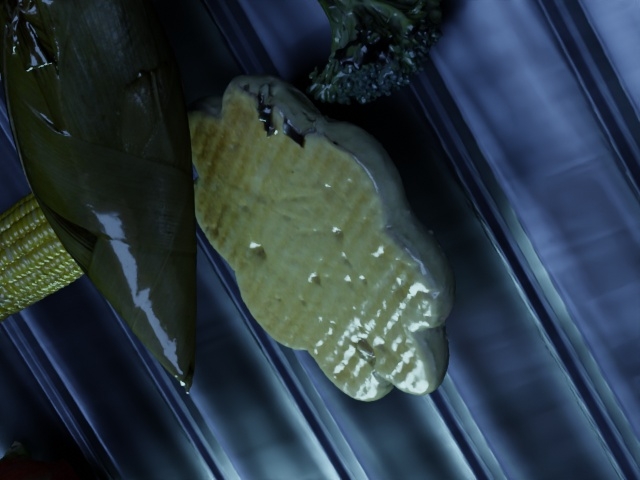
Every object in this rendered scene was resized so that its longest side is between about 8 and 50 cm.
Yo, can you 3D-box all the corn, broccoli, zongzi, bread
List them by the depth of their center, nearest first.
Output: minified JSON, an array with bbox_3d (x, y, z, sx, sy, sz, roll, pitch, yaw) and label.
[{"bbox_3d":[-0.155,-0.065,1.197,0.274,0.145,0.300,91,157,-59],"label":"zongzi"},{"bbox_3d":[0.009,-0.200,1.227,0.204,0.118,0.122,52,143,14],"label":"broccoli"},{"bbox_3d":[0.000,0.000,1.284,0.316,0.054,0.316,34,145,29],"label":"bread"},{"bbox_3d":[-0.256,0.001,1.438,0.244,0.093,0.093,-27,101,33],"label":"corn"}]

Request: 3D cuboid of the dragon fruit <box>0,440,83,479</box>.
[{"bbox_3d":[-0.284,0.306,1.557,0.209,0.172,0.172,49,125,13],"label":"dragon fruit"}]
